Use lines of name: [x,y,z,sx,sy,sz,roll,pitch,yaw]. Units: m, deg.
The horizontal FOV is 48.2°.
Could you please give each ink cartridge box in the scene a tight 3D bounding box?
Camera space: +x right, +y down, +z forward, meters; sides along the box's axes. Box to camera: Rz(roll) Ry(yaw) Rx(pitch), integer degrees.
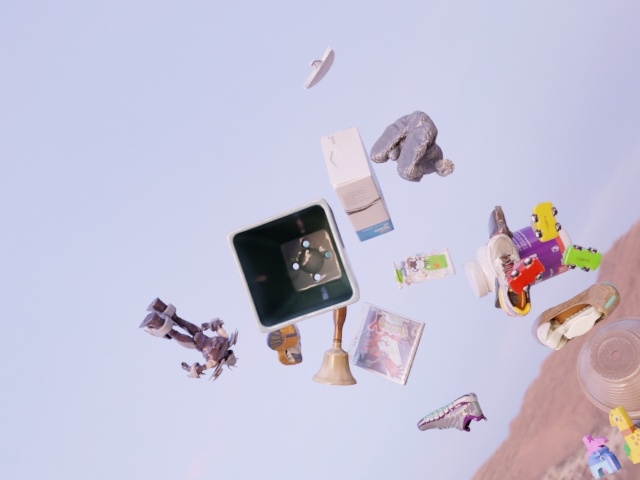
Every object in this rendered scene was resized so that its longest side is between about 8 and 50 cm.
ink cartridge box: [0.121,-0.179,2.303,0.129,0.223,0.307,-19,-37,8]

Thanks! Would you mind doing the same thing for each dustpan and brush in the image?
dustpan and brush: [0.001,-0.555,2.257,0.147,0.060,0.211,-55,-6,21]

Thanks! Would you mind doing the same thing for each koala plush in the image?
koala plush: [0.307,-0.269,2.188,0.221,0.196,0.203,25,-81,-49]

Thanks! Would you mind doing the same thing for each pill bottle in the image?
pill bottle: [0.621,0.065,2.257,0.322,0.182,0.181,-23,-33,-1]

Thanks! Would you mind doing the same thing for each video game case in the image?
video game case: [0.180,0.289,2.022,0.023,0.201,0.184,21,-93,-58]

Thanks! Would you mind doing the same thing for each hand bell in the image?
hand bell: [0.049,0.268,1.966,0.126,0.126,0.242,6,-91,-63]

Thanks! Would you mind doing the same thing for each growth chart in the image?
growth chart: [0.374,0.097,2.611,0.237,0.172,0.021,-13,-52,-6]

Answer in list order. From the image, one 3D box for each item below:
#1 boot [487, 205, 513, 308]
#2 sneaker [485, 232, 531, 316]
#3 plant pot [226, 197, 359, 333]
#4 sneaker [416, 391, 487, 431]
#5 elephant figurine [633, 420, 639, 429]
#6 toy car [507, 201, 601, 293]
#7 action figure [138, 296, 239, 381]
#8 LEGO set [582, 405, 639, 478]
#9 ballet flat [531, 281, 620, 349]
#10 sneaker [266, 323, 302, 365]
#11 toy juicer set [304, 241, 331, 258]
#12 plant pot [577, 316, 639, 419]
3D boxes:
boot: [0.539,0.052,2.097,0.263,0.091,0.229,82,-178,-52]
sneaker: [0.494,0.089,1.836,0.088,0.225,0.093,-19,1,-4]
plant pot: [-0.044,0.054,1.723,0.252,0.247,0.247,-12,-97,-81]
sneaker: [0.384,0.537,2.113,0.083,0.098,0.223,-3,-30,-50]
elephant figurine: [0.786,0.460,1.622,0.239,0.169,0.186,-34,-20,-46]
toy car: [0.585,0.030,1.770,0.053,0.224,0.239,-123,46,-70]
action figure: [-0.333,0.259,1.891,0.099,0.285,0.185,-42,20,39]
LEGO set: [0.535,0.342,1.257,0.087,0.093,0.227,-5,-28,-43]
ballet flat: [0.695,0.237,2.003,0.124,0.116,0.342,-49,2,-41]
sneaker: [-0.129,0.325,2.508,0.296,0.111,0.131,83,-177,-56]
toy juicer set: [0.000,0.000,2.571,0.089,0.329,0.209,-27,-46,-41]
plant pot: [0.681,0.272,1.599,0.109,0.237,0.237,35,-98,-42]
